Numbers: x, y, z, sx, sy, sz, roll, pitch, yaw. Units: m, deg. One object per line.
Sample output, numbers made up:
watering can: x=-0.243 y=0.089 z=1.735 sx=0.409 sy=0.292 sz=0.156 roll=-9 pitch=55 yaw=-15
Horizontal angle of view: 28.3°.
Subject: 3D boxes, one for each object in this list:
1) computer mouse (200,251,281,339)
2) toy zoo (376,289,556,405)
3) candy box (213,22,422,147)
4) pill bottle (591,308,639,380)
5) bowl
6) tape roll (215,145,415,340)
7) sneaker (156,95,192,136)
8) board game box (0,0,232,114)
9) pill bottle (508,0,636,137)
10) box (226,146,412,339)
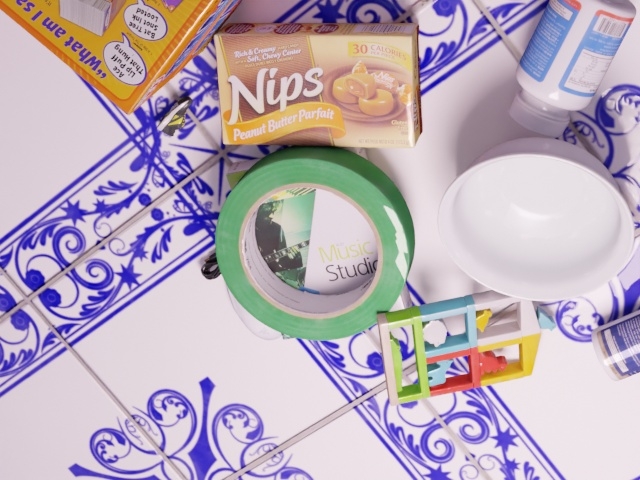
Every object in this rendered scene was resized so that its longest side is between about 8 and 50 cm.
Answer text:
computer mouse: x=-0.126 y=0.098 z=2.213 sx=0.106 sy=0.042 sz=0.193 roll=-27 pitch=104 yaw=22
toy zoo: x=0.246 y=0.169 z=2.094 sx=0.293 sy=0.030 sz=0.192 roll=-11 pitch=129 yaw=-3
candy box: x=-0.002 y=-0.247 z=2.007 sx=0.316 sy=0.087 sz=0.183 roll=3 pitch=113 yaw=13
pill bottle: x=0.533 y=0.154 z=2.046 sx=0.169 sy=0.094 sz=0.094 roll=-27 pitch=104 yaw=23
bowl: x=0.338 y=-0.055 z=1.961 sx=0.297 sy=0.134 sz=0.298 roll=10 pitch=133 yaw=11
tape roll: x=-0.009 y=0.005 z=2.063 sx=0.321 sy=0.077 sz=0.321 roll=5 pitch=114 yaw=11
sneaker: x=-0.237 y=-0.207 z=2.118 sx=0.035 sy=0.031 sz=0.083 roll=38 pitch=121 yaw=-19
board game box: x=-0.258 y=-0.468 z=1.824 sx=0.356 sy=0.356 sz=0.356 roll=40 pitch=116 yaw=-5
pill bottle: x=0.366 y=-0.271 z=1.886 sx=0.124 sy=0.124 sz=0.222 roll=26 pitch=117 yaw=2
box: x=0.000 y=0.000 z=2.131 sx=0.232 sy=0.058 sz=0.322 roll=-12 pitch=109 yaw=18
